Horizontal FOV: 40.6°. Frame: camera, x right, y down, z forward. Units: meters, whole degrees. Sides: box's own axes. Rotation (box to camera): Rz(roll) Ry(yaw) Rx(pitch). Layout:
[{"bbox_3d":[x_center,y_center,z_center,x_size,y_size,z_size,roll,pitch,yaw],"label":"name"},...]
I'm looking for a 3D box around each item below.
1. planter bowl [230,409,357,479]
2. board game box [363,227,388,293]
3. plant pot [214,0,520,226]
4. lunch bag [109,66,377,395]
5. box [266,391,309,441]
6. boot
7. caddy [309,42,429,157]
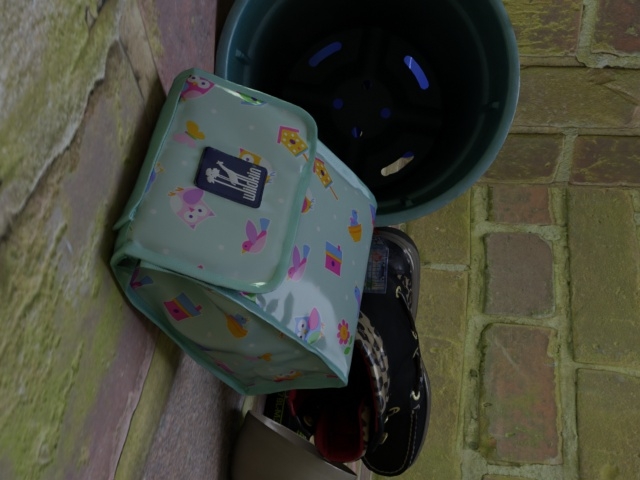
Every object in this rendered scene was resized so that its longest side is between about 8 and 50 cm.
[{"bbox_3d":[-0.049,0.303,1.092,0.109,0.162,0.162,-60,166,-7],"label":"planter bowl"},{"bbox_3d":[-0.034,0.004,1.049,0.194,0.194,0.060,-115,-154,-67],"label":"board game box"},{"bbox_3d":[0.058,-0.190,1.128,0.334,0.341,0.341,-42,134,-87],"label":"plant pot"},{"bbox_3d":[-0.071,-0.007,0.811,0.262,0.160,0.223,46,44,-41],"label":"lunch bag"},{"bbox_3d":[-0.049,0.298,1.351,0.190,0.045,0.184,81,11,-46],"label":"box"},{"bbox_3d":[0.058,0.198,1.135,0.284,0.138,0.377,-49,142,-64],"label":"boot"},{"bbox_3d":[0.086,-0.280,1.458,0.341,0.241,0.179,67,31,-69],"label":"caddy"}]
